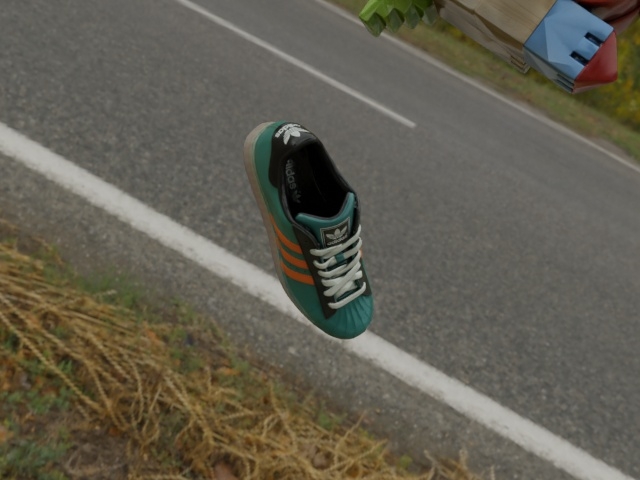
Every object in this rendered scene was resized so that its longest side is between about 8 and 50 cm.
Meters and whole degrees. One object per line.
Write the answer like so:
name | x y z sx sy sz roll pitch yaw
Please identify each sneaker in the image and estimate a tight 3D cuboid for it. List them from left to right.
sneaker | 0.000 0.000 0.964 0.108 0.302 0.121 -30 20 -18

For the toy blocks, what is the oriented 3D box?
toy blocks | 0.243 -0.269 0.640 0.261 0.381 0.191 39 7 14
